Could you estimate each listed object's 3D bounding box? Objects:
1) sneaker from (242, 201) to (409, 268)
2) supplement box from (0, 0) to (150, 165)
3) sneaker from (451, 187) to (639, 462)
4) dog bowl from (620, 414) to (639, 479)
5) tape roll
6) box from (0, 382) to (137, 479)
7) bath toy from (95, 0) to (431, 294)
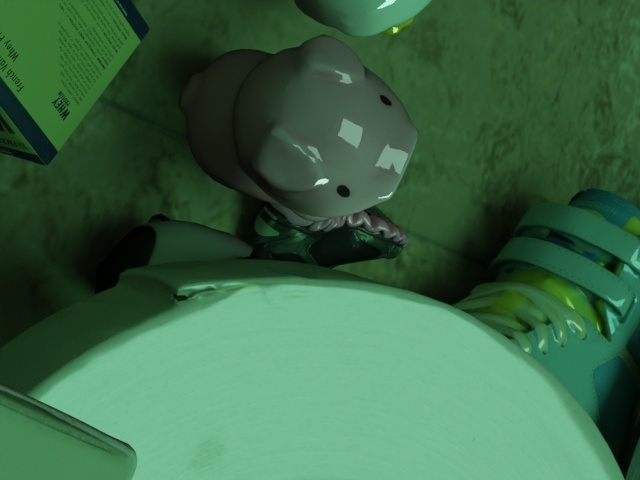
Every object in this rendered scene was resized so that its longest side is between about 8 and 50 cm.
[{"bbox_3d":[0.000,0.000,1.086,0.119,0.047,0.057,12,113,-51],"label":"sneaker"},{"bbox_3d":[-0.134,-0.093,0.868,0.083,0.056,0.083,-57,139,-21],"label":"supplement box"},{"bbox_3d":[0.107,0.048,1.165,0.319,0.127,0.208,32,80,-61],"label":"sneaker"},{"bbox_3d":[0.246,0.154,1.285,0.349,0.102,0.348,19,90,-81],"label":"dog bowl"},{"bbox_3d":[-0.029,0.201,0.857,0.392,0.072,0.392,-4,98,-27],"label":"tape roll"},{"bbox_3d":[-0.205,0.093,0.702,0.127,0.232,0.148,33,76,-48],"label":"box"},{"bbox_3d":[-0.021,-0.038,0.948,0.348,0.151,0.129,-70,157,-8],"label":"bath toy"}]
